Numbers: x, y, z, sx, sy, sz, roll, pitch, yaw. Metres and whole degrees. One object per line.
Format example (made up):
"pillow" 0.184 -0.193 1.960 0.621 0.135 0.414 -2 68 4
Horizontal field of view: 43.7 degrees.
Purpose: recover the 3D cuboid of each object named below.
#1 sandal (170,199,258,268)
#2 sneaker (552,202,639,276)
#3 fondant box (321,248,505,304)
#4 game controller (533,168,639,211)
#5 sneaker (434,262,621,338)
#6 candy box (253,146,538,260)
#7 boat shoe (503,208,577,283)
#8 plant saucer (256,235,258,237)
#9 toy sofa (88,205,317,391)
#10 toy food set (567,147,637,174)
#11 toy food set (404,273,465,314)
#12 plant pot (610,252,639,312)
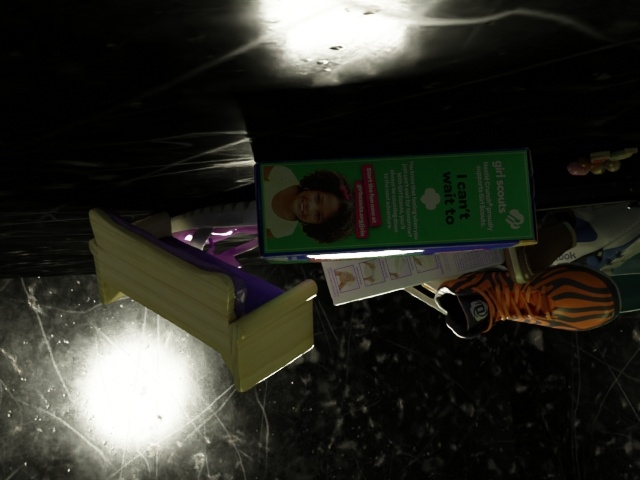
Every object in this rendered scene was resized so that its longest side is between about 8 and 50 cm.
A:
"sandal" -0.161 -0.003 1.369 0.169 0.102 0.416 -2 175 -30
"sneaker" 0.500 -0.042 1.434 0.127 0.182 0.315 -2 146 -48
"fondant box" 0.195 0.023 1.550 0.330 0.096 0.238 -17 -177 19
"game controller" 0.371 -0.067 1.313 0.319 0.067 0.166 -5 176 17
"sneaker" 0.331 0.115 1.354 0.180 0.125 0.321 -18 -171 -38
"candy box" 0.083 -0.037 1.019 0.317 0.122 0.268 -5 178 -1
"boat shoe" 0.373 -0.007 1.322 0.095 0.095 0.257 -14 -166 29
"plant saucer" 0.000 0.000 1.999 0.317 0.044 0.317 -5 177 0
"toy sofa" -0.182 0.053 1.189 0.362 0.177 0.150 23 -145 38
"toy food set" 0.385 -0.106 1.108 0.078 0.019 0.122 -5 176 5
"toy food set" 0.262 0.092 2.045 0.219 0.092 0.306 31 -163 0
"plant pot" 0.601 0.024 1.675 0.293 0.196 0.293 0 159 0
